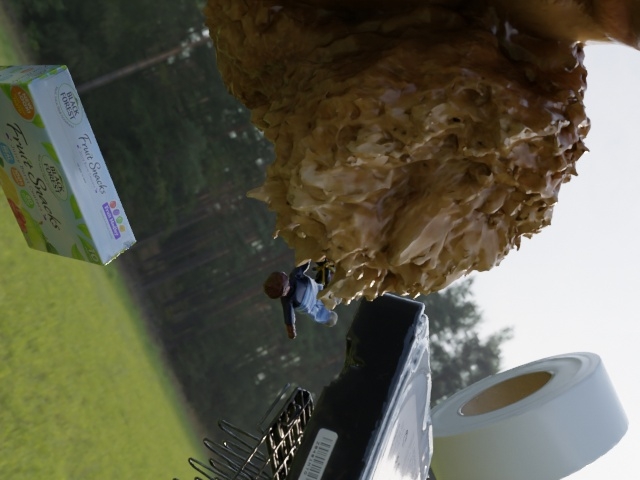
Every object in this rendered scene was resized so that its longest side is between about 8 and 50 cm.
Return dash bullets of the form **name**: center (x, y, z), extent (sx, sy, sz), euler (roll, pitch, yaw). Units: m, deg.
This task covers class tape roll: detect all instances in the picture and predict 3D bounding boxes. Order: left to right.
- **tape roll**: center (0.281, 0.259, 1.184), extent (0.100, 0.286, 0.286), euler (65, -13, 1)

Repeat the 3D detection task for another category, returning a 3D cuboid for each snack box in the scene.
- **snack box**: center (-0.200, -0.055, 0.609), extent (0.100, 0.037, 0.141), euler (8, -54, 38)

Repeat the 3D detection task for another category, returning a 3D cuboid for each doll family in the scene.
- **doll family**: center (0.000, 0.000, 0.813), extent (0.111, 0.076, 0.193), euler (32, 56, -60)

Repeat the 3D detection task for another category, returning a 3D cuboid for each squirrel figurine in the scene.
- **squirrel figurine**: center (0.109, -0.151, 0.454), extent (0.370, 0.281, 0.397), euler (40, -60, 26)

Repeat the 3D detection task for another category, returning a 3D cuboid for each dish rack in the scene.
- **dish rack**: center (-0.094, 0.262, 0.783), extent (0.074, 0.271, 0.208), euler (24, -37, 22)

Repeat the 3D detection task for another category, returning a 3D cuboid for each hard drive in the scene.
- **hard drive**: center (0.042, 0.234, 0.770), extent (0.064, 0.237, 0.339), euler (15, -34, 18)
